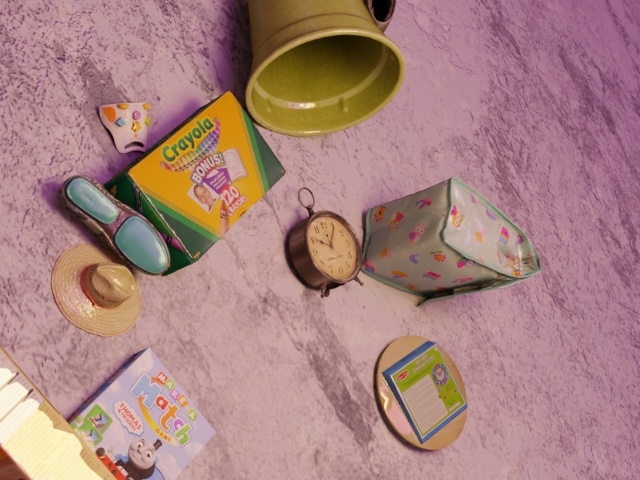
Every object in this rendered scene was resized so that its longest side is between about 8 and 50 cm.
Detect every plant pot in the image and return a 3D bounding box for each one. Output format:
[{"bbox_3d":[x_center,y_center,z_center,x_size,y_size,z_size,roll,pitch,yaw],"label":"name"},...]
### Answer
[{"bbox_3d":[-0.019,-0.363,1.753,0.276,0.276,0.253,12,52,-41],"label":"plant pot"}]

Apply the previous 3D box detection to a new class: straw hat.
[{"bbox_3d":[-0.294,0.060,1.407,0.144,0.061,0.144,20,59,-37],"label":"straw hat"}]

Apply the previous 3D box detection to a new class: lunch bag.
[{"bbox_3d":[0.238,0.023,1.821,0.262,0.223,0.160,29,59,-34],"label":"lunch bag"}]

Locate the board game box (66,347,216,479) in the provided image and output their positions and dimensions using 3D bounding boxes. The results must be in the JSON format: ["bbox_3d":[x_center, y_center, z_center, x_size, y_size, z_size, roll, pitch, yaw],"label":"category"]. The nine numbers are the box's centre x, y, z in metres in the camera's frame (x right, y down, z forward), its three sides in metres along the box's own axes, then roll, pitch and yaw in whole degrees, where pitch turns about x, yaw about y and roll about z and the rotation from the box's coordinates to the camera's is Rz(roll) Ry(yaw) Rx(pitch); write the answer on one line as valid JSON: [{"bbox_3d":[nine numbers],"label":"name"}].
[{"bbox_3d":[-0.255,0.269,1.362,0.160,0.039,0.211,54,43,-10],"label":"board game box"}]

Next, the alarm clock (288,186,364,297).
[{"bbox_3d":[0.000,0.000,1.717,0.129,0.064,0.192,-13,83,-46],"label":"alarm clock"}]

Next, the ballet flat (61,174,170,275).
[{"bbox_3d":[-0.291,-0.023,1.444,0.188,0.070,0.070,48,45,-15],"label":"ballet flat"}]

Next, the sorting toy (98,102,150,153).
[{"bbox_3d":[-0.288,-0.171,1.543,0.083,0.045,0.075,-10,98,-46],"label":"sorting toy"}]

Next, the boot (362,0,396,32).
[{"bbox_3d":[0.089,-0.428,1.898,0.076,0.208,0.189,-1,66,-6],"label":"boot"}]

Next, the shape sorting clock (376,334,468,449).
[{"bbox_3d":[0.179,0.267,1.782,0.206,0.040,0.206,17,62,-35],"label":"shape sorting clock"}]

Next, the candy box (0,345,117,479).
[{"bbox_3d":[-0.385,0.219,1.154,0.316,0.183,0.087,52,43,-13],"label":"candy box"}]

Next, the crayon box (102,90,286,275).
[{"bbox_3d":[-0.189,-0.093,1.561,0.165,0.081,0.278,55,44,-14],"label":"crayon box"}]
